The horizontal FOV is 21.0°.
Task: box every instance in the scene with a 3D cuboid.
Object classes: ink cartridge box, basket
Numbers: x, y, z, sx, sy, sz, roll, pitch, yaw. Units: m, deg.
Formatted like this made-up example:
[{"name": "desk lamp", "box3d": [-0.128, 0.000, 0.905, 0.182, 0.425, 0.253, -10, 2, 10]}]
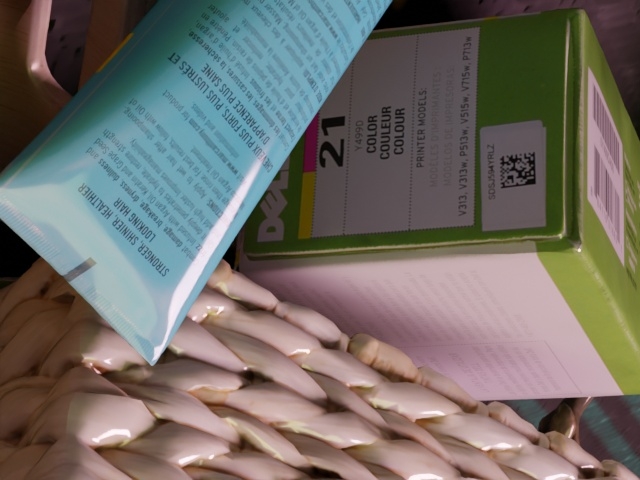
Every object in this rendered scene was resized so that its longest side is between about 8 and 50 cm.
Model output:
[{"name": "ink cartridge box", "box3d": [0.000, 0.000, 0.712, 0.255, 0.097, 0.189, -4, 158, 19]}, {"name": "basket", "box3d": [-0.056, 0.218, 0.630, 0.328, 0.266, 0.331, 28, 135, -28]}]

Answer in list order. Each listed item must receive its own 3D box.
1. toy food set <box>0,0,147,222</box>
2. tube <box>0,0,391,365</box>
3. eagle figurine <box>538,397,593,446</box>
[{"name": "toy food set", "box3d": [-0.192, -0.023, 0.465, 0.306, 0.092, 0.220, -17, 148, -27]}, {"name": "tube", "box3d": [-0.015, -0.067, 0.522, 0.080, 0.052, 0.207, 46, 68, -31]}, {"name": "eagle figurine", "box3d": [0.009, 0.169, 0.920, 0.298, 0.225, 0.226, -13, 116, 27]}]
